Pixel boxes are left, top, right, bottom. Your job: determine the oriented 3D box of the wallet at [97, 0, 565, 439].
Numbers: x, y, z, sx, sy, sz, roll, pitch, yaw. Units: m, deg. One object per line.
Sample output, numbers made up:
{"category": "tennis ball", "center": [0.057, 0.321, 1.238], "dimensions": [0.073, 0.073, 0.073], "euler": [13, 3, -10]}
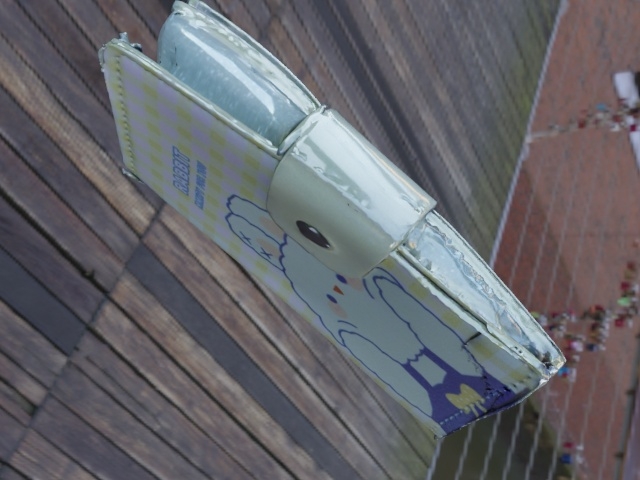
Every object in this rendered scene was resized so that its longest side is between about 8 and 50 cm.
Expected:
{"category": "wallet", "center": [0.000, 0.000, 0.544], "dimensions": [0.309, 0.223, 0.077], "euler": [40, 67, 5]}
